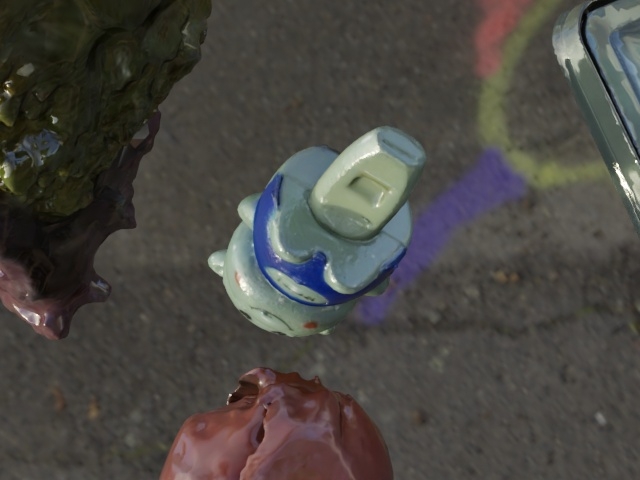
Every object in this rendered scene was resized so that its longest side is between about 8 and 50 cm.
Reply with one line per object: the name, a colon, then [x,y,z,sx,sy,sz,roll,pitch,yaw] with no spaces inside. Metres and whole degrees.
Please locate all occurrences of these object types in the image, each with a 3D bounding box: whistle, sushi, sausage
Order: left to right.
sushi: [-0.116,-0.082,0.573,0.107,0.161,0.241,28,107,31]
sausage: [-0.046,0.215,1.075,0.152,0.152,0.280,25,101,42]
whistle: [0.000,0.000,1.099,0.092,0.110,0.244,-62,9,-33]

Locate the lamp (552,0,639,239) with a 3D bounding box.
lamp: [0.304,-0.071,1.185,0.269,0.266,0.047,-24,0,-34]
